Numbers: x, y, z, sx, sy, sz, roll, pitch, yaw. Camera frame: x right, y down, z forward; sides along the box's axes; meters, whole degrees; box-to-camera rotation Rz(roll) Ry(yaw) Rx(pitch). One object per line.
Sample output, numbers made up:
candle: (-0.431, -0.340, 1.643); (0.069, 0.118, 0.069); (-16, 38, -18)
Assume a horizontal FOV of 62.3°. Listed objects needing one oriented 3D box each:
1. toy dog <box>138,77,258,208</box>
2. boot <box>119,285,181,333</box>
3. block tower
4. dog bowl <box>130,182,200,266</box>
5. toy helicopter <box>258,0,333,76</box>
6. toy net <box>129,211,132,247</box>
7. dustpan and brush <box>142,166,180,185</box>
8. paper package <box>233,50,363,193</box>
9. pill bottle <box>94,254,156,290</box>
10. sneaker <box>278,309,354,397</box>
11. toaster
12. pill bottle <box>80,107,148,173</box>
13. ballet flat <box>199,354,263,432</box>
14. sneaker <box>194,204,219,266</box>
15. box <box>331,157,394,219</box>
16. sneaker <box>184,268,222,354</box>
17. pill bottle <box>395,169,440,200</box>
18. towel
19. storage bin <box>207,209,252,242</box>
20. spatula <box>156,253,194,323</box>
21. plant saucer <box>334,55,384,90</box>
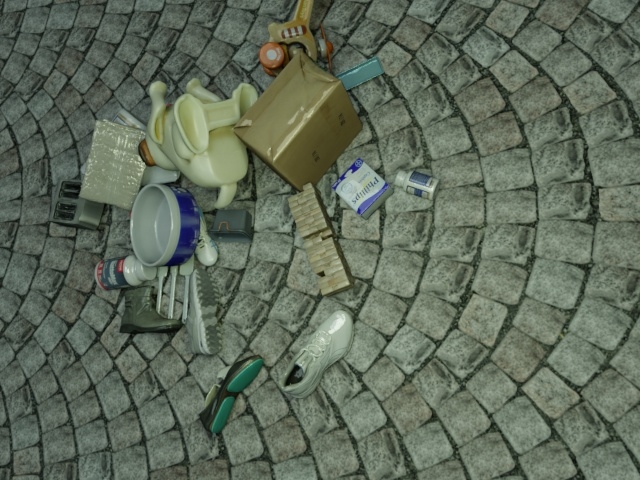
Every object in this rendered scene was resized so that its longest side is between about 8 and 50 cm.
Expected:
toy dog: (-0.394, -0.317, 1.667); (0.408, 0.395, 0.285); (14, 39, 44)
boot: (-0.561, 0.221, 1.732); (0.247, 0.083, 0.161); (-6, 75, 26)
block tower: (0.000, 0.000, 1.595); (0.097, 0.091, 0.335); (-23, 72, 12)
dog bowl: (-0.502, -0.047, 1.701); (0.265, 0.104, 0.264); (-2, 87, 44)
toy helicopter: (-0.051, -0.685, 1.725); (0.235, 0.140, 0.354); (14, 95, -2)
toy net: (-0.629, -0.049, 1.839); (0.122, 0.045, 0.232); (3, 80, 19)
dustpan and brush: (-0.559, -0.298, 1.869); (0.147, 0.060, 0.211); (-6, 84, 16)
paper package: (-0.050, -0.330, 1.557); (0.168, 0.325, 0.309); (41, 92, 20)
pill bottle: (-0.652, 0.105, 1.782); (0.180, 0.108, 0.107); (-10, 76, 16)
sneaker: (-0.008, 0.326, 1.510); (0.111, 0.129, 0.297); (33, 89, 23)
toaster: (-0.865, -0.126, 1.900); (0.186, 0.110, 0.167); (7, 82, 20)
pill bottle: (-0.712, -0.318, 1.865); (0.153, 0.153, 0.264); (40, 93, 21)
ballet flat: (-0.283, 0.444, 1.599); (0.096, 0.095, 0.280); (34, 91, 33)
sneaker: (-0.405, -0.021, 1.738); (0.085, 0.086, 0.237); (-28, 73, 9)
box: (0.127, -0.155, 1.594); (0.126, 0.072, 0.137); (-46, 70, 5)
sneaker: (-0.392, 0.226, 1.672); (0.115, 0.105, 0.281); (-19, 67, 28)
pill bottle: (0.283, -0.165, 1.547); (0.120, 0.067, 0.067); (22, 86, 21)
towel: (-0.687, -0.253, 1.781); (0.187, 0.049, 0.282); (15, 99, -15)
storage bin: (-0.287, -0.052, 1.706); (0.135, 0.098, 0.091); (-1, 68, 18)
spatula: (-0.487, 0.155, 1.752); (0.168, 0.019, 0.241); (-3, 78, 26)
plant saucer: (0.107, -0.524, 1.707); (0.192, 0.018, 0.067); (-22, 73, 14)
